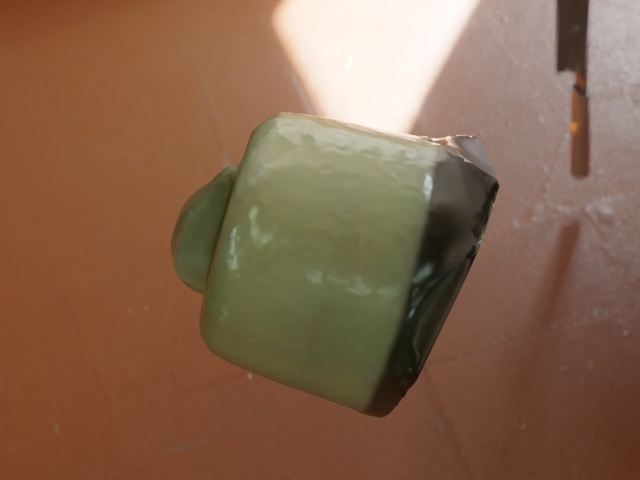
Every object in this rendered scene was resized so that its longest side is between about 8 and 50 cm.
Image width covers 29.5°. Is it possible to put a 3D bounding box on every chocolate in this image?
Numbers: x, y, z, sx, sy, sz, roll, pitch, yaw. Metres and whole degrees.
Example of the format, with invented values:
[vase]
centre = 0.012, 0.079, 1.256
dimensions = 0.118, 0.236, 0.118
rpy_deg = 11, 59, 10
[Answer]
[chocolate]
centre = 0.000, 0.000, 1.305
dimensions = 0.297, 0.326, 0.314
rpy_deg = 25, 17, -7
